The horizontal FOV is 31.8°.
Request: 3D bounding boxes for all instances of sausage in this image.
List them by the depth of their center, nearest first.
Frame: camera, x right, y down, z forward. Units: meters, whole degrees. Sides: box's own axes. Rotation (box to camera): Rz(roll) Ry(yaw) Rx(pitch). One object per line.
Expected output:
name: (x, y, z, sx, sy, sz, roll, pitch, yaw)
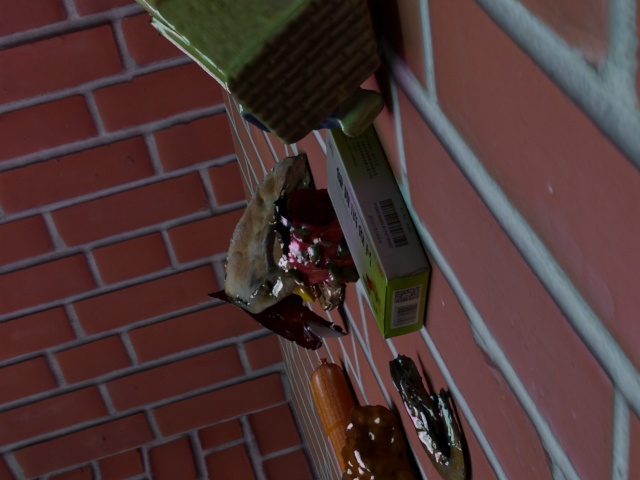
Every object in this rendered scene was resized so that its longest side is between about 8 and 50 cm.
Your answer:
sausage: (0.044, 0.389, 2.502, 0.093, 0.093, 0.312, 82, 169, -48)

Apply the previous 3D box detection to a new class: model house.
model house: (-0.030, -0.259, 1.308, 0.266, 0.261, 0.321, 47, -175, 12)

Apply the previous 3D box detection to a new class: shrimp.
shrimp: (0.146, 0.235, 1.547, 0.152, 0.046, 0.219, 83, 165, -56)

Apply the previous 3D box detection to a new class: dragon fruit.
dragon fruit: (0.000, 0.000, 1.766, 0.166, 0.160, 0.172, 40, 153, 33)

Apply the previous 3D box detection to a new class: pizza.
pizza: (-0.002, 0.058, 2.232, 0.226, 0.069, 0.147, 98, 157, -73)

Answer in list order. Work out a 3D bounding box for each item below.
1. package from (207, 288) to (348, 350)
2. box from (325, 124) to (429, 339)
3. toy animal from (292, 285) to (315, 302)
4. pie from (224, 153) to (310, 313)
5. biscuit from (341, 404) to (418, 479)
package: (-0.080, 0.146, 2.334, 0.269, 0.071, 0.194, 34, -163, 23)
box: (0.072, -0.020, 1.510, 0.175, 0.062, 0.260, 87, 166, -60)
toy animal: (-0.076, 0.026, 2.497, 0.156, 0.156, 0.229, -121, 6, -64)
pie: (-0.098, -0.011, 2.242, 0.337, 0.075, 0.337, -46, 33, 42)
biscuit: (0.116, 0.464, 2.040, 0.312, 0.111, 0.318, 93, 160, -72)
